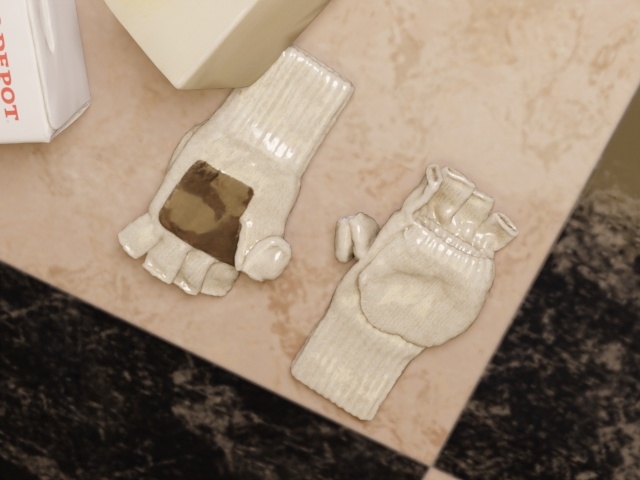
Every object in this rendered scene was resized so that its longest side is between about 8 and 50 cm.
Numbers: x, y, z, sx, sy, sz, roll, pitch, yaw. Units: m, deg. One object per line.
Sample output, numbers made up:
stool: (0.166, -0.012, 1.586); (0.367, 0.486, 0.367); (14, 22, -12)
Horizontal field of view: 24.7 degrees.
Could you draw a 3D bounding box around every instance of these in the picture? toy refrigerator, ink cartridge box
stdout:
toy refrigerator: (-0.009, -0.218, 0.895); (0.269, 0.102, 0.094); (-44, 78, 24)
ink cartridge box: (-0.279, -0.149, 0.993); (0.219, 0.092, 0.160); (-1, 111, 12)

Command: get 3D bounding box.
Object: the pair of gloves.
pair of gloves: (0.000, 0.000, 1.021); (0.240, 0.042, 0.204); (39, 113, -5)
